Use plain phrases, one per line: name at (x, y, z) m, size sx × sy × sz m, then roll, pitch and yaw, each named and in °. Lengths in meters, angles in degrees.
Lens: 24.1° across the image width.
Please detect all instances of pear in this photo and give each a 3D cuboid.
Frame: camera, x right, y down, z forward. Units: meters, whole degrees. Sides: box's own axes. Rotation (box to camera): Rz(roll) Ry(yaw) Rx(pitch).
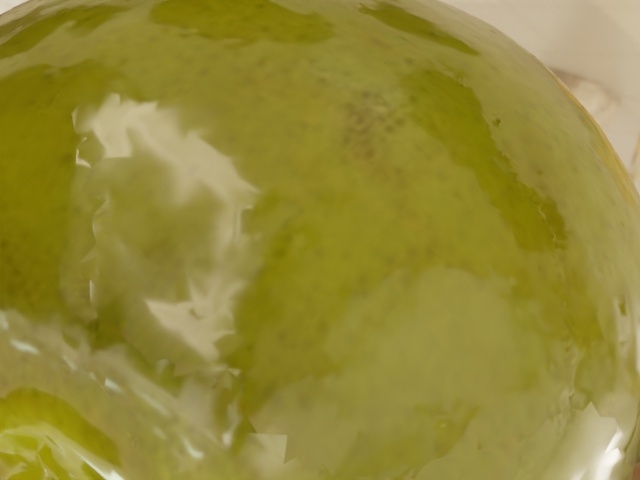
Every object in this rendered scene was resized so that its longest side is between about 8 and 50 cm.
pear at (-0.010, 0.034, 0.544) m, size 0.287 × 0.287 × 0.375 m, roll 18°, pitch -154°, yaw 9°
